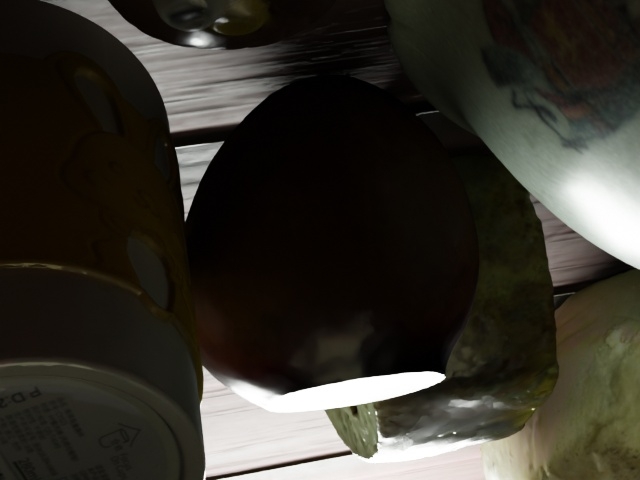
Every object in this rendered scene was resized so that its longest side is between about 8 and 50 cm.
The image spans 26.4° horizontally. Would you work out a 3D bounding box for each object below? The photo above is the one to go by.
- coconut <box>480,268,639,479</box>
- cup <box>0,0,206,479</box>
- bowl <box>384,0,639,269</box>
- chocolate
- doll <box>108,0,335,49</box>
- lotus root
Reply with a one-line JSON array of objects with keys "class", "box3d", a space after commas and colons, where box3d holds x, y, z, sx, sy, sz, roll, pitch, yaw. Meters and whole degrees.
[{"class": "coconut", "box3d": [0.245, 0.135, 0.962, 0.259, 0.259, 0.259, -10, 150, -6]}, {"class": "cup", "box3d": [-0.155, 0.011, 0.561, 0.185, 0.226, 0.241, -36, 132, 14]}, {"class": "bowl", "box3d": [0.258, -0.081, 0.606, 0.434, 0.196, 0.435, -9, 151, -5]}, {"class": "chocolate", "box3d": [0.000, 0.000, 0.675, 0.176, 0.177, 0.177, -10, 150, -6]}, {"class": "doll", "box3d": [-0.067, -0.123, 0.515, 0.188, 0.096, 0.145, -8, 144, 11]}, {"class": "lotus root", "box3d": [0.065, 0.055, 0.846, 0.119, 0.138, 0.235, -15, 148, -15]}]
